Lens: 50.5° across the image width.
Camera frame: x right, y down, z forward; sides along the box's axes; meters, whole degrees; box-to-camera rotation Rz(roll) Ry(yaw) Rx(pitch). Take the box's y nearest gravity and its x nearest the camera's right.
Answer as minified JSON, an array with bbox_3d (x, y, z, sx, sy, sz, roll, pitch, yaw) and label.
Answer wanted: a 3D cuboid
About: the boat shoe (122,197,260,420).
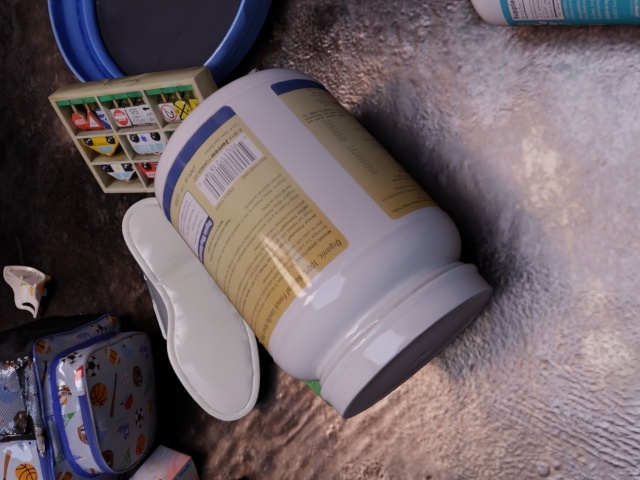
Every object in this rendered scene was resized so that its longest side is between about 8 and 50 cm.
[{"bbox_3d":[-0.171,0.093,0.936,0.116,0.099,0.320,-27,82,-8],"label":"boat shoe"}]

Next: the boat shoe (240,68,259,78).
[{"bbox_3d":[-0.071,-0.161,0.885,0.043,0.049,0.137,-35,69,24],"label":"boat shoe"}]

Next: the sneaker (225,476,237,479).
[{"bbox_3d":[-0.161,0.476,0.917,0.146,0.102,0.293,41,110,23],"label":"sneaker"}]

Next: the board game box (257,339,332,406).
[{"bbox_3d":[0.032,0.062,0.839,0.136,0.030,0.260,38,109,22],"label":"board game box"}]

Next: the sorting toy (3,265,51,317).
[{"bbox_3d":[-0.490,0.089,1.139,0.083,0.045,0.075,23,109,28],"label":"sorting toy"}]

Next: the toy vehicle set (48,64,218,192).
[{"bbox_3d":[-0.233,-0.144,0.929,0.266,0.035,0.166,1,130,31],"label":"toy vehicle set"}]

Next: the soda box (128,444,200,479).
[{"bbox_3d":[-0.245,0.368,0.918,0.062,0.183,0.058,9,126,29],"label":"soda box"}]

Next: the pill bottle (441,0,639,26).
[{"bbox_3d":[0.238,-0.280,0.643,0.264,0.146,0.146,10,96,30],"label":"pill bottle"}]

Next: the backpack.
[{"bbox_3d":[-0.349,0.245,0.951,0.213,0.276,0.264,1,95,17],"label":"backpack"}]

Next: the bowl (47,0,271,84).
[{"bbox_3d":[-0.226,-0.381,0.952,0.391,0.077,0.391,1,91,31],"label":"bowl"}]

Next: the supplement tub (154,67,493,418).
[{"bbox_3d":[0.000,0.000,0.708,0.228,0.228,0.316,-49,68,22],"label":"supplement tub"}]
